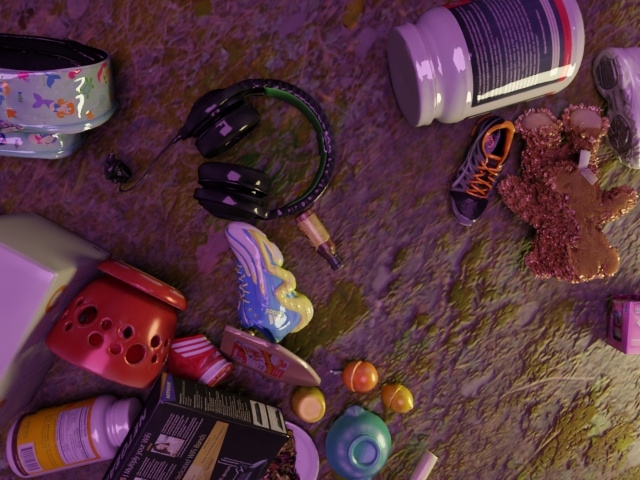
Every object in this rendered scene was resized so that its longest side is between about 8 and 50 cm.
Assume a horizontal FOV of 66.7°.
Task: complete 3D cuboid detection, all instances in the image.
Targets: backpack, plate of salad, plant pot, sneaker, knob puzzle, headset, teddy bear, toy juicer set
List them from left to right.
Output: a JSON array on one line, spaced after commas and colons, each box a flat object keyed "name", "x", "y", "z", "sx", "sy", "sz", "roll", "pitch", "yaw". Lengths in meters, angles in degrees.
[{"name": "backpack", "x": -0.461, "y": -0.237, "z": 0.776, "sx": 0.254, "sy": 0.225, "sz": 0.190, "roll": -5, "pitch": 120, "yaw": -7}, {"name": "plant pot", "x": -0.337, "y": 0.139, "z": 0.843, "sx": 0.191, "sy": 0.191, "sz": 0.174, "roll": 29, "pitch": 75, "yaw": -7}, {"name": "sneaker", "x": -0.277, "y": 0.264, "z": 0.939, "sx": 0.221, "sy": 0.087, "sz": 0.128, "roll": -43, "pitch": 74, "yaw": 10}, {"name": "headset", "x": -0.173, "y": -0.146, "z": 0.867, "sx": 0.395, "sy": 0.185, "sz": 0.243, "roll": -10, "pitch": 93, "yaw": -17}, {"name": "sneaker", "x": -0.115, "y": 0.083, "z": 0.880, "sx": 0.240, "sy": 0.091, "sz": 0.126, "roll": 52, "pitch": 55, "yaw": -9}, {"name": "plate of salad", "x": -0.102, "y": 0.456, "z": 0.976, "sx": 0.200, "sy": 0.048, "sz": 0.199, "roll": -1, "pitch": 98, "yaw": -4}, {"name": "knob puzzle", "x": -0.087, "y": 0.216, "z": 0.893, "sx": 0.213, "sy": 0.213, "sz": 0.029, "roll": 27, "pitch": 58, "yaw": -7}, {"name": "toy juicer set", "x": 0.107, "y": 0.386, "z": 0.965, "sx": 0.209, "sy": 0.089, "sz": 0.328, "roll": -35, "pitch": 90, "yaw": -11}, {"name": "sneaker", "x": 0.298, "y": -0.131, "z": 0.902, "sx": 0.084, "sy": 0.083, "sz": 0.214, "roll": 13, "pitch": 98, "yaw": -7}, {"name": "teddy bear", "x": 0.457, "y": -0.091, "z": 0.917, "sx": 0.245, "sy": 0.113, "sz": 0.337, "roll": -22, "pitch": 91, "yaw": -7}, {"name": "sneaker", "x": 0.595, "y": -0.252, "z": 0.902, "sx": 0.115, "sy": 0.090, "sz": 0.232, "roll": -15, "pitch": 99, "yaw": -5}]

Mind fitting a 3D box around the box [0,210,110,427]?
[{"name": "box", "x": -0.545, "y": 0.143, "z": 0.822, "sx": 0.168, "sy": 0.215, "sz": 0.345, "roll": 30, "pitch": 94, "yaw": -6}]

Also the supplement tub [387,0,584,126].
[{"name": "supplement tub", "x": 0.269, "y": -0.310, "z": 0.821, "sx": 0.273, "sy": 0.191, "sz": 0.191, "roll": -17, "pitch": 98, "yaw": -2}]

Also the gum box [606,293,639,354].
[{"name": "gum box", "x": 0.675, "y": 0.165, "z": 0.974, "sx": 0.189, "sy": 0.062, "sz": 0.107, "roll": -1, "pitch": 98, "yaw": -3}]

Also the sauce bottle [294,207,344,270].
[{"name": "sauce bottle", "x": 0.000, "y": 0.000, "z": 0.922, "sx": 0.042, "sy": 0.042, "sz": 0.128, "roll": -34, "pitch": 97, "yaw": 2}]

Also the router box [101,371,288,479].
[{"name": "router box", "x": -0.239, "y": 0.412, "z": 0.878, "sx": 0.243, "sy": 0.081, "sz": 0.308, "roll": 26, "pitch": 103, "yaw": -23}]

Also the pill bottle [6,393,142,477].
[{"name": "pill bottle", "x": -0.448, "y": 0.358, "z": 0.906, "sx": 0.215, "sy": 0.117, "sz": 0.117, "roll": -12, "pitch": 98, "yaw": -2}]
